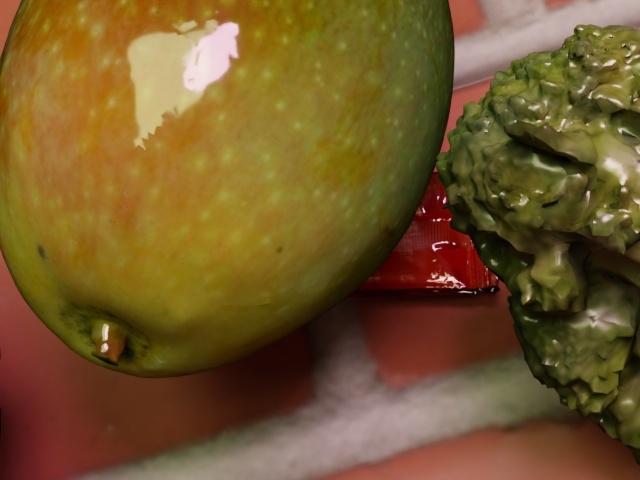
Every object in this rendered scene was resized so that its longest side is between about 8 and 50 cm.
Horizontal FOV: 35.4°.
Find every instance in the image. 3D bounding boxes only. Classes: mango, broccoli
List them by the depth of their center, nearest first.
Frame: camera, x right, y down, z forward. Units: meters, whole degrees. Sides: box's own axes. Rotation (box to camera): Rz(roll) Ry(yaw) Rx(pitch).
[{"bbox_3d":[0.177,-0.001,0.379,0.254,0.302,0.186,31,77,29],"label":"broccoli"},{"bbox_3d":[-0.034,-0.098,0.502,0.201,0.225,0.382,21,39,-1],"label":"mango"}]

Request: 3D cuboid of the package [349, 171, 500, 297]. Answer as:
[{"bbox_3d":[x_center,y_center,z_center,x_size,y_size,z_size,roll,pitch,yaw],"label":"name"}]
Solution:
[{"bbox_3d":[0.000,0.000,0.576,0.200,0.022,0.083,-5,61,13],"label":"package"}]
